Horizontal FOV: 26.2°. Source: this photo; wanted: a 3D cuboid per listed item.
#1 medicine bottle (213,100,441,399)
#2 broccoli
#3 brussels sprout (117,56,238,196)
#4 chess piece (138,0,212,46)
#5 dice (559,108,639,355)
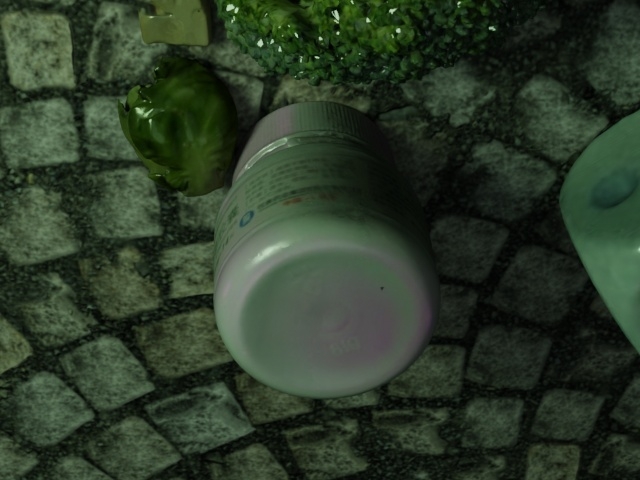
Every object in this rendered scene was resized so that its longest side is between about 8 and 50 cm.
[{"bbox_3d":[0.000,0.000,1.630,0.256,0.325,0.256,-2,126,-3],"label":"medicine bottle"},{"bbox_3d":[0.086,-0.297,1.468,0.277,0.338,0.318,6,105,-42],"label":"broccoli"},{"bbox_3d":[-0.164,-0.134,1.669,0.139,0.100,0.181,-24,106,-6],"label":"brussels sprout"},{"bbox_3d":[-0.170,-0.304,1.566,0.090,0.090,0.200,-4,136,-1],"label":"chess piece"},{"bbox_3d":[0.469,-0.005,1.694,0.262,0.265,0.268,-32,120,17],"label":"dice"}]
